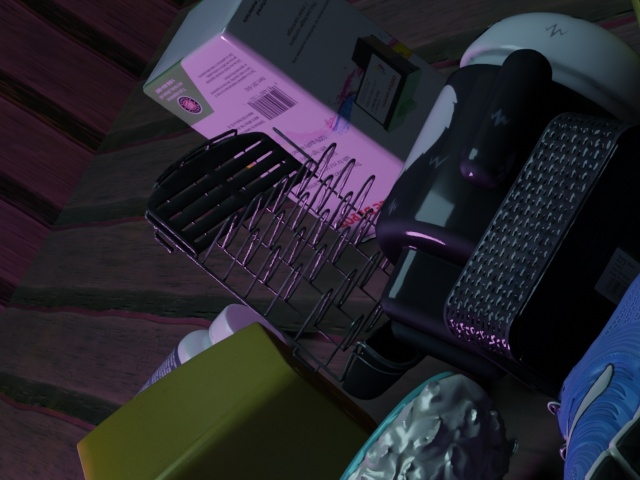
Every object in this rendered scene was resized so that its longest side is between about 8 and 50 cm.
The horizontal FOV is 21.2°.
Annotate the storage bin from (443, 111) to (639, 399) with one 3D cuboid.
[{"bbox_3d":[0.184,0.016,1.168,0.180,0.122,0.084,-60,29,-7],"label":"storage bin"}]

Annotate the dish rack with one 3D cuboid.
[{"bbox_3d":[0.000,0.000,1.409,0.208,0.271,0.074,-37,-18,-50],"label":"dish rack"}]

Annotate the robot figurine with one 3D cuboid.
[{"bbox_3d":[0.146,-0.040,1.296,0.278,0.173,0.209,-63,20,-14],"label":"robot figurine"}]

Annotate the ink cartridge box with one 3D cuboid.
[{"bbox_3d":[-0.004,-0.135,1.683,0.201,0.278,0.117,-23,35,60],"label":"ink cartridge box"}]

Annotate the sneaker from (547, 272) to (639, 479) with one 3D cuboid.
[{"bbox_3d":[0.201,0.130,1.002,0.330,0.129,0.147,-63,4,-27],"label":"sneaker"}]

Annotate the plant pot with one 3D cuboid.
[{"bbox_3d":[-0.050,0.193,1.396,0.187,0.212,0.212,-48,18,2],"label":"plant pot"}]

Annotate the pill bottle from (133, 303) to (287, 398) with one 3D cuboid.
[{"bbox_3d":[-0.118,0.156,1.764,0.180,0.108,0.108,-50,19,22],"label":"pill bottle"}]

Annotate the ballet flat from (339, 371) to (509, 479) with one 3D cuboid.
[{"bbox_3d":[0.032,0.291,1.174,0.409,0.147,0.147,-58,18,8],"label":"ballet flat"}]

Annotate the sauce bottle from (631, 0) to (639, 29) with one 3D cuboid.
[{"bbox_3d":[0.289,-0.235,1.352,0.111,0.111,0.344,-48,21,28],"label":"sauce bottle"}]
